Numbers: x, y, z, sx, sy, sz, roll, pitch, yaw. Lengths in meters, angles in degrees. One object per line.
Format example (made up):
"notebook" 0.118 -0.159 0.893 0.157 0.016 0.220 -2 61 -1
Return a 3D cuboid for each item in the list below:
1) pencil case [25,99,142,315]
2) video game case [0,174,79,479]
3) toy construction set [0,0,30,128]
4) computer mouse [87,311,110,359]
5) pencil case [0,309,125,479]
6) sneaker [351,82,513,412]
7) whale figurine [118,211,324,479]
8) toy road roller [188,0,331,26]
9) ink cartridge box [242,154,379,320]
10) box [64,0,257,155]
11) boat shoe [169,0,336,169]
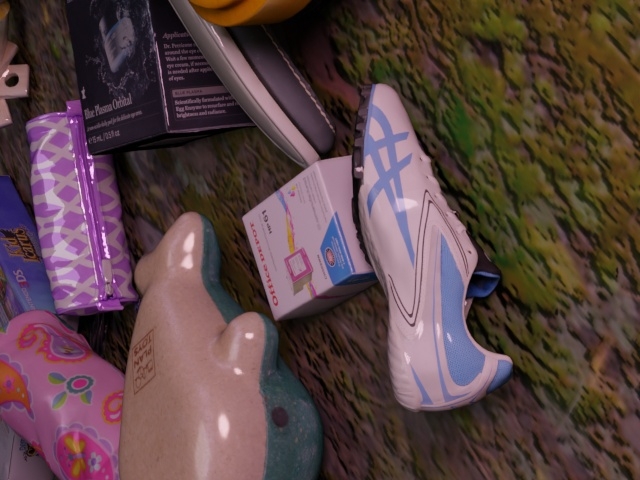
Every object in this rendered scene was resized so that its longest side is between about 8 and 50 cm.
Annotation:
"pencil case" -0.230 -0.025 1.346 0.088 0.086 0.206 161 97 -71
"video game case" -0.345 0.100 1.553 0.269 0.061 0.244 52 139 45
"toy construction set" -0.351 -0.254 1.400 0.215 0.151 0.327 52 161 15
"computer mouse" -0.232 0.154 1.453 0.071 0.041 0.242 -124 43 -58
"pencil case" -0.202 0.175 1.302 0.284 0.124 0.124 31 124 37
"sneaker" 0.069 0.000 0.934 0.085 0.086 0.237 87 171 -65
"whale figurine" -0.081 0.116 1.136 0.216 0.141 0.272 -44 48 44
"toy road roller" -0.068 -0.299 0.893 0.202 0.240 0.329 -27 76 55
"ink cartridge box" 0.000 0.000 1.043 0.122 0.052 0.088 -35 70 55
"box" -0.134 -0.159 1.165 0.156 0.093 0.158 -8 91 57
"boat shoe" -0.067 -0.201 1.032 0.319 0.099 0.116 57 173 0
